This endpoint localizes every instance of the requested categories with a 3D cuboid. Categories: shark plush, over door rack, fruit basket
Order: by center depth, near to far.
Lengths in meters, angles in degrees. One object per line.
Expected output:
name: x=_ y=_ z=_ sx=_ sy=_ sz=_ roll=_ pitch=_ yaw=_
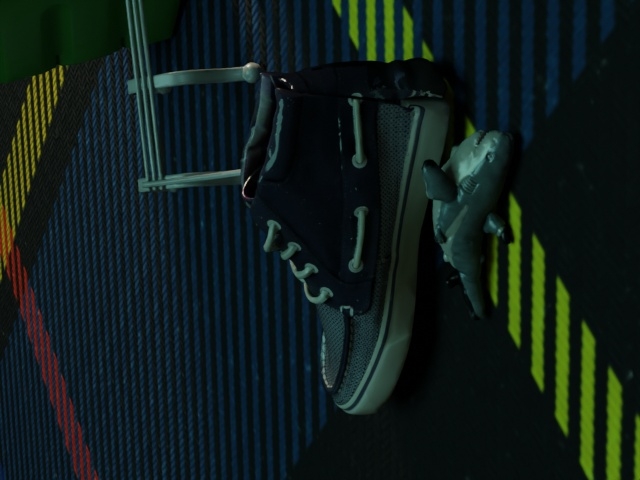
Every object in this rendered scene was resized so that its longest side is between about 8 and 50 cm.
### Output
shark plush: x=0.124 y=-0.011 z=1.091 sx=0.067 sy=0.073 sz=0.161 roll=7 pitch=99 yaw=27
over door rack: x=-0.071 y=-0.174 z=1.346 sx=0.324 sy=0.108 sz=0.239 roll=-5 pitch=93 yaw=45
fruit basket: x=-0.342 y=-0.386 z=1.476 sx=0.283 sy=0.392 sz=0.392 roll=53 pitch=139 yaw=40

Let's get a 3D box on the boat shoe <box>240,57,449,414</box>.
boat shoe: x=0.000 y=0.000 z=1.175 sx=0.127 sy=0.158 sz=0.340 roll=-126 pitch=41 yaw=-61
